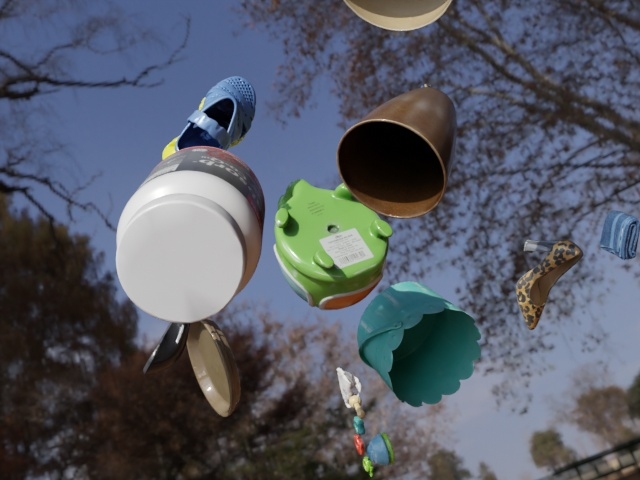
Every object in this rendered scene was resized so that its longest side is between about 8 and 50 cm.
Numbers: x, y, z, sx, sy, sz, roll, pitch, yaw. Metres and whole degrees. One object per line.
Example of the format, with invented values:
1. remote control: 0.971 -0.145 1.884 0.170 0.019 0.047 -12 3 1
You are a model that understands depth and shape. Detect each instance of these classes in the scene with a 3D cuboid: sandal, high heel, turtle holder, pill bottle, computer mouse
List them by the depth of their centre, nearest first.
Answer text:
1. pill bottle: -0.190 -0.015 1.338 0.210 0.210 0.363 -22 15 3
2. sandal: -0.208 -0.255 1.863 0.126 0.317 0.138 34 -46 -10
3. turtle holder: -0.006 0.014 1.923 0.243 0.320 0.227 -47 -23 -35
4. computer mouse: -0.313 0.192 2.035 0.060 0.262 0.184 31 -42 -5
5. high heel: 0.639 0.126 2.448 0.093 0.261 0.186 1 2 -37

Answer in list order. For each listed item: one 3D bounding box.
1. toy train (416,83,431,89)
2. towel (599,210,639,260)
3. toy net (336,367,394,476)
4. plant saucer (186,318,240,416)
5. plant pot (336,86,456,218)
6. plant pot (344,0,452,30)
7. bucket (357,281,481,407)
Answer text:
1. toy train: 0.241 -0.354 2.349 0.036 0.027 0.158 23 -55 -22
2. towel: 0.459 -0.010 1.360 0.029 0.067 0.119 7 8 4
3. toy net: 0.090 0.379 1.891 0.045 0.232 0.122 -14 -25 -14
4. plant saucer: -0.273 0.314 2.263 0.041 0.278 0.278 -17 -22 -26
5. plant pot: 0.173 -0.195 1.701 0.215 0.215 0.230 -46 7 46
6. plant pot: 0.187 -0.622 1.904 0.284 0.284 0.191 -45 8 46
7. bucket: 0.234 0.247 2.164 0.281 0.183 0.281 -13 -60 -24
